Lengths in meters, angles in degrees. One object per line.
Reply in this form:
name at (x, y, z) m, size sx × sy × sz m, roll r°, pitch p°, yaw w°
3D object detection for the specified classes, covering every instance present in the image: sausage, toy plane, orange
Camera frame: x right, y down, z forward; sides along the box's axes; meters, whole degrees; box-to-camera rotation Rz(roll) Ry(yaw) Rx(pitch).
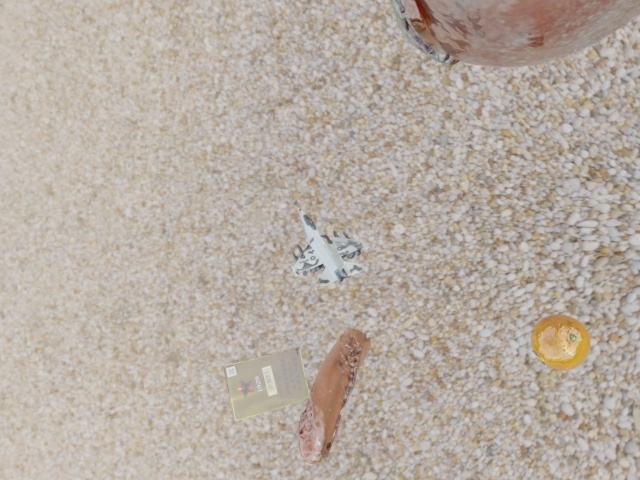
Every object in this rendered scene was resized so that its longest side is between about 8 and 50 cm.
sausage at (0.028, 0.293, 1.123) m, size 0.079 × 0.326 × 0.087 m, roll -17°, pitch 116°, yaw 34°
toy plane at (0.005, 0.015, 1.121) m, size 0.234 × 0.160 × 0.082 m, roll -129°, pitch 22°, yaw -53°
orange at (0.349, 0.147, 0.812) m, size 0.083 × 0.083 × 0.083 m, roll 1°, pitch 92°, yaw 36°

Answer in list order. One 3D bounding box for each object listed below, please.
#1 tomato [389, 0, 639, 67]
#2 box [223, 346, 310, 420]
tomato at (0.134, -0.284, 0.384) m, size 0.282 × 0.316 × 0.317 m, roll -24°, pitch 76°, yaw 6°
box at (-0.089, 0.238, 0.932) m, size 0.023 × 0.133 × 0.090 m, roll 144°, pitch 114°, yaw -67°
